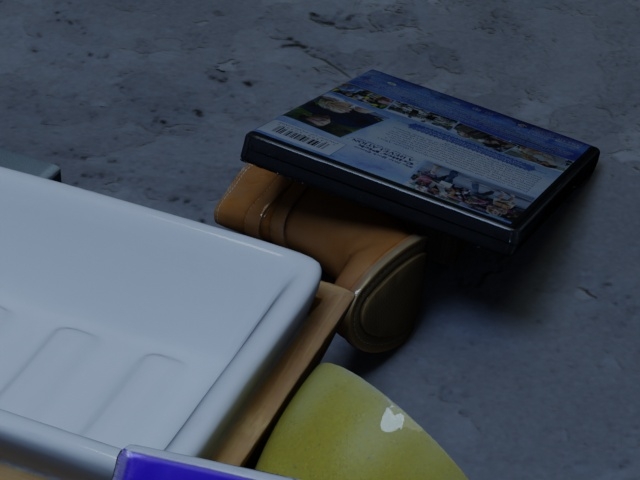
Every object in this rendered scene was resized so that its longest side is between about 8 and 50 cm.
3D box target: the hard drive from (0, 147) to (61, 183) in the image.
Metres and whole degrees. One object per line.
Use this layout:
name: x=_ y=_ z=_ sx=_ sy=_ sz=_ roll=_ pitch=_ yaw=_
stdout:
hard drive: x=-0.247 y=-0.021 z=1.237 sx=0.094 sy=0.022 sz=0.135 roll=17 pitch=37 yaw=20

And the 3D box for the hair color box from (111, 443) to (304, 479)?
hair color box: x=0.072 y=0.173 z=0.792 sx=0.339 sy=0.110 sz=0.185 roll=14 pitch=-8 yaw=-1

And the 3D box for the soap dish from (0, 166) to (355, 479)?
soap dish: x=-0.156 y=0.073 z=1.027 sx=0.291 sy=0.118 sz=0.229 roll=15 pitch=37 yaw=17

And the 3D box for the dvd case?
dvd case: x=0.074 y=-0.057 z=1.227 sx=0.180 sy=0.022 sz=0.253 roll=21 pitch=20 yaw=14

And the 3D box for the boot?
boot: x=0.000 y=0.000 z=1.184 sx=0.152 sy=0.073 sz=0.197 roll=16 pitch=25 yaw=17

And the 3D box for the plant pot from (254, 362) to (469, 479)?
plant pot: x=0.012 y=0.143 z=0.948 sx=0.095 sy=0.134 sz=0.134 roll=-43 pitch=51 yaw=-15
